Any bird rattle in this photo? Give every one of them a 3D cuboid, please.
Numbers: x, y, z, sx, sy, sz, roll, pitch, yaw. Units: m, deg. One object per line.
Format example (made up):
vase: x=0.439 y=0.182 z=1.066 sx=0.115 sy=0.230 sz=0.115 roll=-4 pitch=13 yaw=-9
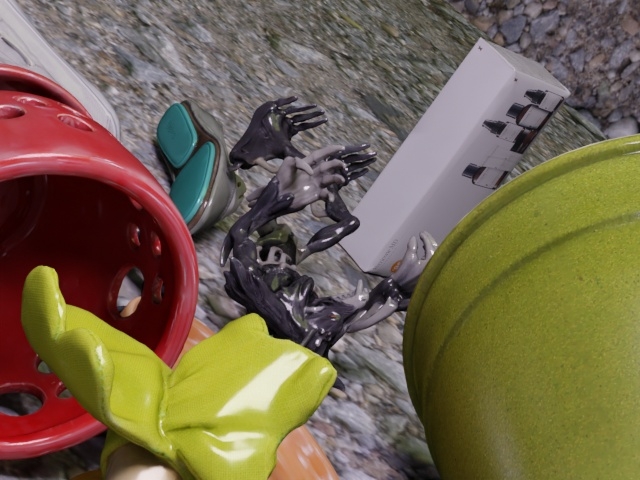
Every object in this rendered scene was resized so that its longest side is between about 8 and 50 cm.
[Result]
bird rattle: x=-0.088 y=0.151 z=0.738 sx=0.143 sy=0.253 sz=0.207 roll=12 pitch=-16 yaw=-5

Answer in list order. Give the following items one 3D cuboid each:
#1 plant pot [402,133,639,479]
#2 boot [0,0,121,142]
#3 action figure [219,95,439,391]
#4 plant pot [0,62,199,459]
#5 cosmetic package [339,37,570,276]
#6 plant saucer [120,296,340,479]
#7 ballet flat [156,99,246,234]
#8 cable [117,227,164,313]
plant pot: x=0.246 y=0.179 z=1.063 sx=0.366 sy=0.366 sz=0.353 roll=28 pitch=32 yaw=-21
boot: x=-0.270 y=-0.144 z=1.267 sx=0.258 sy=0.095 sz=0.123 roll=39 pitch=12 yaw=6
action figure: x=0.000 y=0.000 z=1.259 sx=0.164 sy=0.141 sz=0.276 roll=45 pitch=25 yaw=-34
plant pot: x=-0.186 y=0.001 z=0.931 sx=0.191 sy=0.191 sz=0.174 roll=21 pitch=16 yaw=-36
cosmetic package: x=0.124 y=-0.069 z=1.544 sx=0.099 sy=0.239 sz=0.060 roll=14 pitch=29 yaw=-46
plant saucer: x=-0.060 y=0.119 z=1.031 sx=0.200 sy=0.037 sz=0.200 roll=45 pitch=10 yaw=-10
ballet flat: x=-0.094 y=-0.057 z=1.404 sx=0.068 sy=0.072 sz=0.213 roll=32 pitch=18 yaw=-25
cable: x=-0.161 y=0.014 z=1.152 sx=0.150 sy=0.047 sz=0.184 roll=33 pitch=19 yaw=-6
